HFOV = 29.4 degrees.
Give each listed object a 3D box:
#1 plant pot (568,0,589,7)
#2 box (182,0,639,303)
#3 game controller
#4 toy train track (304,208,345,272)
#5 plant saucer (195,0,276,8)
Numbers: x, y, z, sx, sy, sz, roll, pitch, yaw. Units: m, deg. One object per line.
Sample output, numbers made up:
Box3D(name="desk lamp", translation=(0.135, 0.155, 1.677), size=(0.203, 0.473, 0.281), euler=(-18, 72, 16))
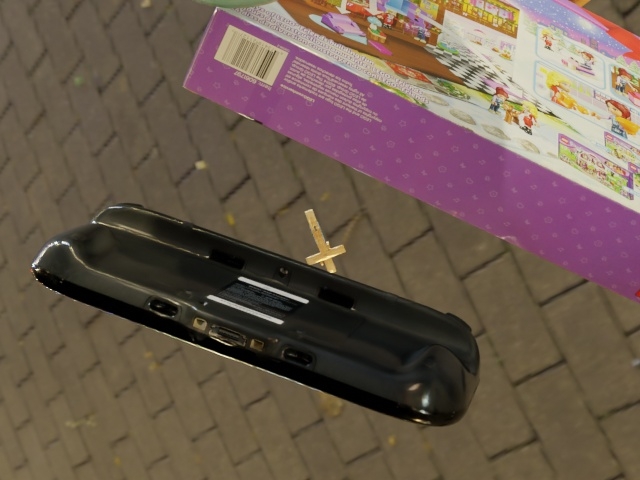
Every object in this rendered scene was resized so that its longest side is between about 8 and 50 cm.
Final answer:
Box3D(name="plant pot", translation=(0.145, -0.354, 1.109), size=(0.203, 0.290, 0.291), euler=(55, 142, 40))
Box3D(name="box", translation=(0.086, -0.093, 0.698), size=(0.293, 0.201, 0.057), euler=(25, 128, -7))
Box3D(name="game controller", translation=(-0.042, 0.052, 0.868), size=(0.319, 0.166, 0.067), euler=(19, 111, 11))
Box3D(name="toy train track", translation=(0.000, 0.000, 1.454), size=(0.014, 0.048, 0.083), euler=(-98, -13, -69))
Box3D(name="plant saucer", translation=(-0.053, -0.259, 0.514), size=(0.317, 0.043, 0.318), euler=(12, 105, 51))
